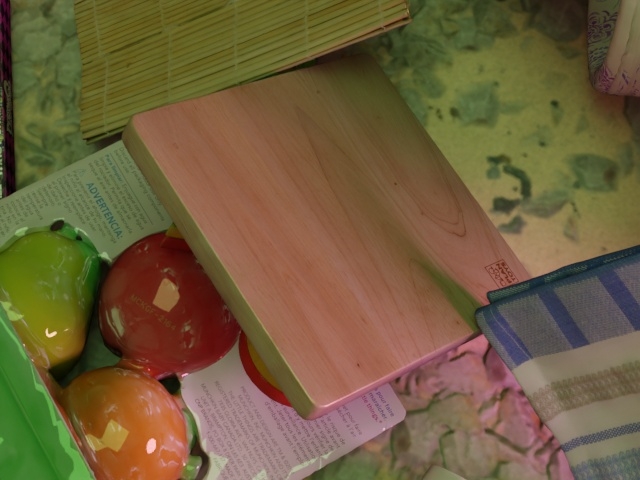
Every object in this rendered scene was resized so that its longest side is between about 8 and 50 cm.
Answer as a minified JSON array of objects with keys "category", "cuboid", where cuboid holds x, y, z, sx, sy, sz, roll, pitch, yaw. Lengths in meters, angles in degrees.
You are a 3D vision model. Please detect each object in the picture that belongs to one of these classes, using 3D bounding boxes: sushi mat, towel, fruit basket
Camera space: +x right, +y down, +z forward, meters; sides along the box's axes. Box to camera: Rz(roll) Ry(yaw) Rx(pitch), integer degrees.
[{"category":"sushi mat","cuboid":[-0.074,-0.192,1.109,0.316,0.019,0.151,-18,61,23]},{"category":"towel","cuboid":[0.251,0.138,0.953,0.034,0.209,0.285,-39,101,-42]},{"category":"fruit basket","cuboid":[-0.162,0.091,1.066,0.353,0.165,0.327,-27,75,-21]}]

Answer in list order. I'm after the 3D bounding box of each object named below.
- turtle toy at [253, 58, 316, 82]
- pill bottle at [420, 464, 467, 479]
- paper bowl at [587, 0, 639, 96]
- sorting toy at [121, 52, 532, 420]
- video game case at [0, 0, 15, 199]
[{"category":"turtle toy","cuboid":[-0.039,-0.151,1.145,0.066,0.095,0.130,-4,72,24]},{"category":"pill bottle","cuboid":[0.064,0.283,0.995,0.121,0.121,0.216,32,78,11]},{"category":"paper bowl","cuboid":[0.304,-0.251,1.050,0.148,0.284,0.284,5,75,5]},{"category":"sorting toy","cuboid":[0.000,0.000,1.041,0.255,0.089,0.257,-21,71,-40]},{"category":"video game case","cuboid":[-0.375,-0.103,1.164,0.210,0.042,0.232,-6,74,2]}]
